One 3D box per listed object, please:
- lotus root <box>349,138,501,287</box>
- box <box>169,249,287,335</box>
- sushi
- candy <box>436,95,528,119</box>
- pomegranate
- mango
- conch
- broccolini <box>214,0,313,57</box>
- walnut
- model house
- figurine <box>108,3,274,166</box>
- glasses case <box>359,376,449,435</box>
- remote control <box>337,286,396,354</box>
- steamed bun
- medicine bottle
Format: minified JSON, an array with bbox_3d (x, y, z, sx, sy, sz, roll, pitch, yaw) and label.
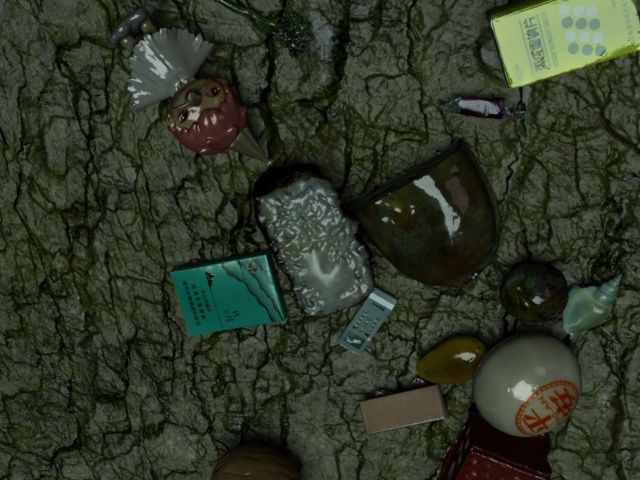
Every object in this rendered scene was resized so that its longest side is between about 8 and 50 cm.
[{"bbox_3d":[0.228,-0.017,1.627,0.267,0.149,0.260,-29,103,21],"label":"lotus root"},{"bbox_3d":[-0.201,0.116,1.795,0.227,0.042,0.160,-10,109,13],"label":"box"},{"bbox_3d":[0.000,0.000,1.649,0.197,0.182,0.343,-23,109,12],"label":"sushi"},{"bbox_3d":[0.311,-0.258,1.576,0.175,0.045,0.043,7,98,6],"label":"candy"},{"bbox_3d":[0.437,0.121,1.653,0.138,0.125,0.163,-1,123,44],"label":"pomegranate"},{"bbox_3d":[0.284,0.259,1.755,0.161,0.076,0.103,-21,112,18],"label":"mango"},{"bbox_3d":[0.552,0.130,1.668,0.088,0.065,0.180,28,114,-12],"label":"conch"},{"bbox_3d":[-0.133,-0.438,1.575,0.254,0.057,0.071,26,69,-4],"label":"broccolini"},{"bbox_3d":[-0.147,0.578,1.874,0.228,0.228,0.227,3,110,8],"label":"walnut"},{"bbox_3d":[0.367,0.523,1.796,0.196,0.160,0.253,21,113,0],"label":"model house"},{"bbox_3d":[-0.246,-0.272,1.591,0.207,0.166,0.387,-41,99,-5],"label":"figurine"},{"bbox_3d":[0.185,0.364,1.823,0.194,0.070,0.102,-17,79,16],"label":"glasses case"},{"bbox_3d":[0.101,0.175,1.778,0.061,0.029,0.162,32,116,-1],"label":"remote control"},{"bbox_3d":[0.437,0.311,1.681,0.232,0.145,0.231,-7,118,-13],"label":"steamed bun"},{"bbox_3d":[0.432,-0.382,1.463,0.250,0.141,0.137,-16,110,14],"label":"medicine bottle"}]
